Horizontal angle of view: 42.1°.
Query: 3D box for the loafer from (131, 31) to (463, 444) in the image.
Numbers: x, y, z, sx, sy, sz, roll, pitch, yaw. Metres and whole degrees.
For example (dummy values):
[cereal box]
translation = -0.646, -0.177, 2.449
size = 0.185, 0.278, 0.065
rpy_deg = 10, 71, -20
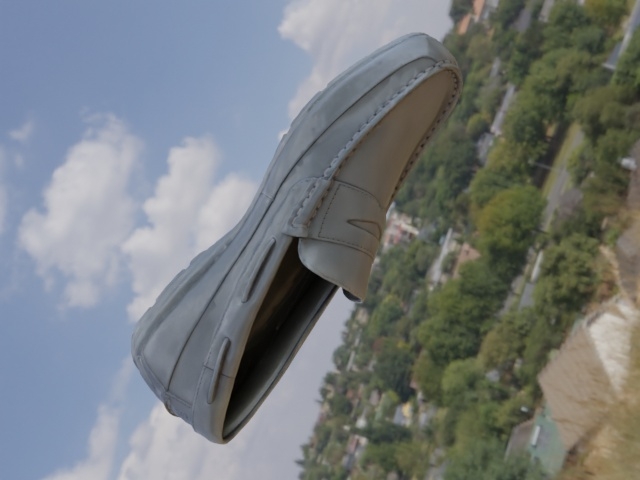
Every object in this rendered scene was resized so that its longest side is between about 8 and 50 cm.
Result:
[loafer]
translation = 0.000, 0.000, 0.584
size = 0.319, 0.111, 0.112
rpy_deg = -52, -33, 5
